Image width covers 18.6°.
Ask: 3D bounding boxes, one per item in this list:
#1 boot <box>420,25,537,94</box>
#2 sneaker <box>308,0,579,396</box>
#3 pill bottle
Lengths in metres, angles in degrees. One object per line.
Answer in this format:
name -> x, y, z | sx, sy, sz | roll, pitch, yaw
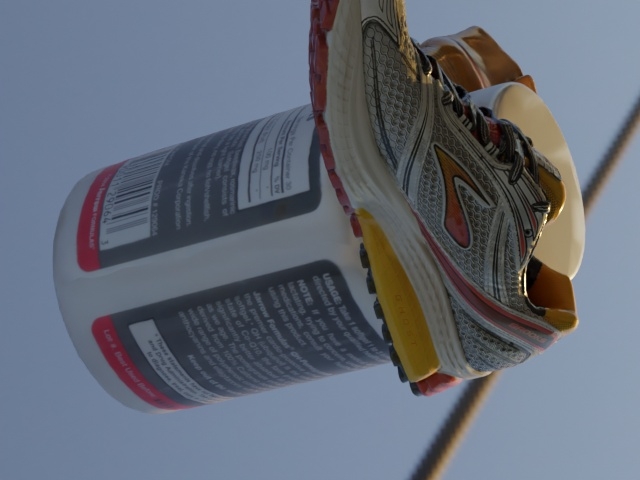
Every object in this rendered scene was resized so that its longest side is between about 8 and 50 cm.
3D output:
boot -> 0.180, -0.074, 1.976 | 0.211, 0.104, 0.295 | -26, -88, -54
sneaker -> 0.053, -0.039, 0.838 | 0.088, 0.093, 0.225 | -90, -17, -54
pill bottle -> 0.000, 0.000, 1.269 | 0.176, 0.318, 0.176 | 35, -132, -50
